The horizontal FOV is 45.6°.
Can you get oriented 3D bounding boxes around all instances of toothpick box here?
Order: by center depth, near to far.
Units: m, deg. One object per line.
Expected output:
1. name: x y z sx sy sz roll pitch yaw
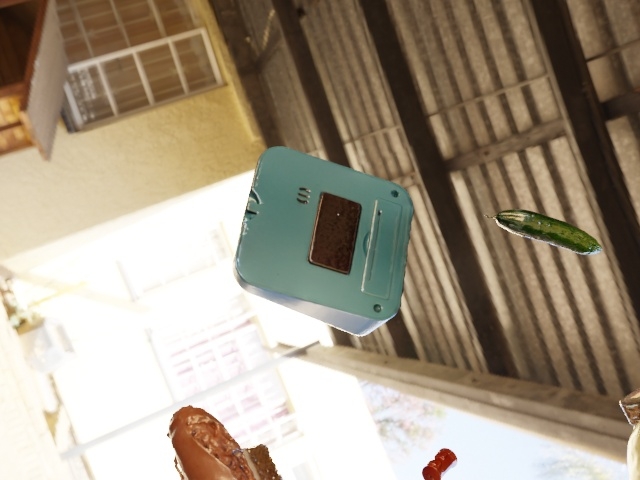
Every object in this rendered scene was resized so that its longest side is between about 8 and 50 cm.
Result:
1. toothpick box: 0.245 0.467 1.570 0.047 0.083 0.047 11 -70 32

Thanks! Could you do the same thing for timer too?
1. timer: 0.000 0.000 1.117 0.091 0.250 0.231 135 -29 -59

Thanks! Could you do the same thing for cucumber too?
1. cucumber: 0.305 -0.014 1.023 0.039 0.168 0.039 -162 -90 -87

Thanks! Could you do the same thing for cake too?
1. cake: -0.155 0.436 1.302 0.135 0.147 0.134 -44 -112 43

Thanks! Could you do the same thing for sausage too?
1. sausage: -0.085 0.327 0.852 0.326 0.079 0.087 60 -34 18

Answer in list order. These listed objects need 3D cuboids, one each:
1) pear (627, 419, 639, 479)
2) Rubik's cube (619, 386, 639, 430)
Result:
1. pear: 0.451 0.255 0.599 0.418 0.362 0.362 5 -57 25
2. Rubik's cube: 0.585 0.281 0.964 0.368 0.387 0.358 -46 -152 48
